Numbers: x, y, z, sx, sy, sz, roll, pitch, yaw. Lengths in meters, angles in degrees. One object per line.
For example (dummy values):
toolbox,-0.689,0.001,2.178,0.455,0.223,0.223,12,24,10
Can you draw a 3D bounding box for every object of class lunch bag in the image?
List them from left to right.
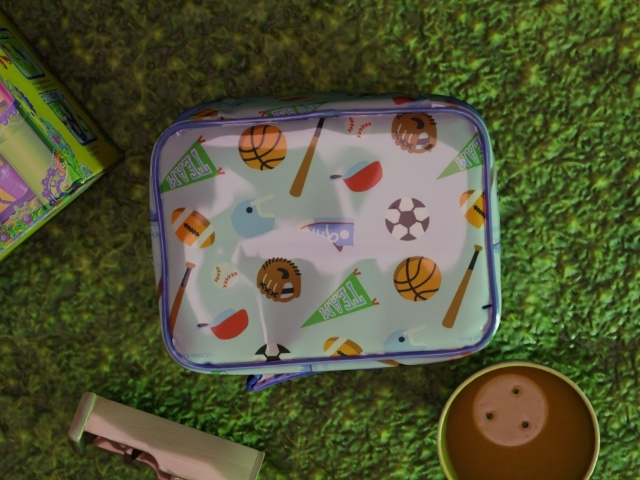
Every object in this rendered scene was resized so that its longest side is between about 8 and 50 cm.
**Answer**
lunch bag,0.000,0.000,1.268,0.303,0.115,0.243,-3,102,3

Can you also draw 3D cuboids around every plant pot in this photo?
plant pot,0.166,0.157,1.292,0.134,0.095,0.134,1,101,3

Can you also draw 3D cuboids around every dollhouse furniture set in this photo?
dollhouse furniture set,-0.165,0.273,1.279,0.161,0.212,0.242,19,74,-2

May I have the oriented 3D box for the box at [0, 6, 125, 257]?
box,-0.370,-0.076,1.240,0.290,0.177,0.279,-38,96,9
